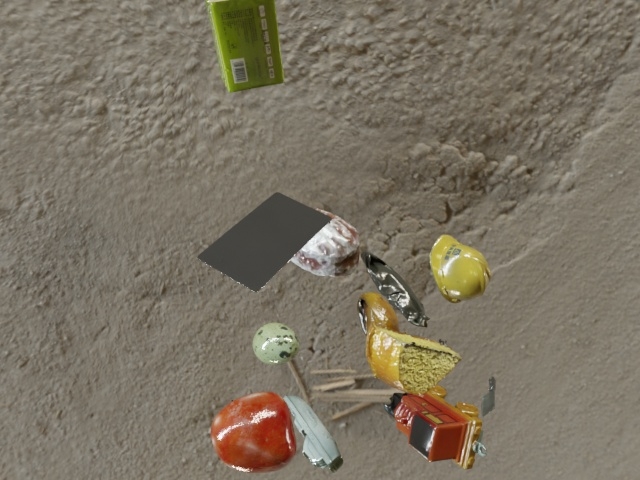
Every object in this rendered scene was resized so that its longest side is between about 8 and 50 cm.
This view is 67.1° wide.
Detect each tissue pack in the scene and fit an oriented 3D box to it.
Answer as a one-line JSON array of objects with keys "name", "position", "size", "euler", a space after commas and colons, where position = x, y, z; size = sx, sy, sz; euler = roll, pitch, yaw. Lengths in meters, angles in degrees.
[{"name": "tissue pack", "position": [-0.238, -0.646, 1.544], "size": [0.200, 0.167, 0.274], "euler": [-14, 129, -11]}]

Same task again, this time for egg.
[{"name": "egg", "position": [-0.181, 0.435, 2.020], "size": [0.177, 0.228, 0.177], "euler": [-1, 91, -48]}]

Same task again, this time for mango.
[{"name": "mango", "position": [0.219, 0.307, 1.843], "size": [0.151, 0.248, 0.156], "euler": [-9, 142, -17]}]

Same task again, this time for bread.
[{"name": "bread", "position": [0.198, 0.279, 1.106], "size": [0.260, 0.129, 0.134], "euler": [18, 94, -37]}]

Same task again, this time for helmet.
[{"name": "helmet", "position": [0.495, 0.100, 1.625], "size": [0.205, 0.140, 0.257], "euler": [-51, 120, -30]}]

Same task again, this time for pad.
[{"name": "pad", "position": [-0.111, -0.006, 1.017], "size": [0.265, 0.159, 0.009], "euler": [-45, 152, -37]}]

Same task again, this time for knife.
[{"name": "knife", "position": [0.660, 0.613, 1.899], "size": [0.019, 0.245, 0.072], "euler": [45, 114, 6]}]

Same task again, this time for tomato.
[{"name": "tomato", "position": [-0.130, 0.405, 0.989], "size": [0.174, 0.082, 0.166], "euler": [-9, 86, -23]}]

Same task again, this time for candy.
[{"name": "candy", "position": [0.000, 0.000, 1.590], "size": [0.214, 0.289, 0.157], "euler": [-35, 142, -35]}]

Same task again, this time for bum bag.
[{"name": "bum bag", "position": [0.245, 0.164, 1.615], "size": [0.080, 0.142, 0.326], "euler": [-45, 74, 21]}]

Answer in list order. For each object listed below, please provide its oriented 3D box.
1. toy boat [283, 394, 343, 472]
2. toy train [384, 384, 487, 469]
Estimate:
[{"name": "toy boat", "position": [-0.035, 0.510, 1.294], "size": [0.085, 0.260, 0.078], "euler": [-33, 131, -14]}, {"name": "toy train", "position": [0.360, 0.581, 1.535], "size": [0.232, 0.369, 0.163], "euler": [9, 95, -31]}]
